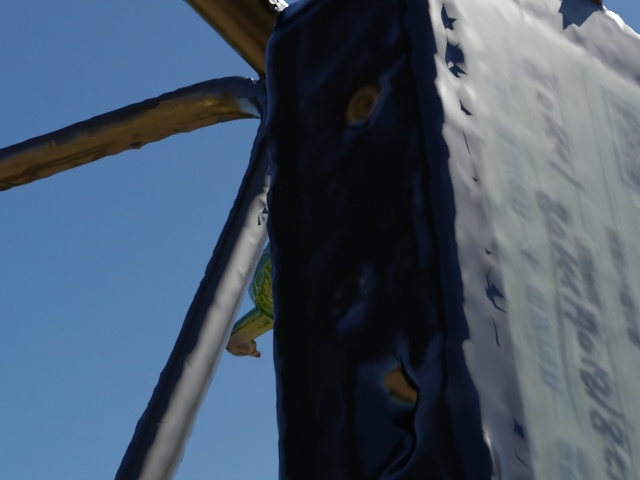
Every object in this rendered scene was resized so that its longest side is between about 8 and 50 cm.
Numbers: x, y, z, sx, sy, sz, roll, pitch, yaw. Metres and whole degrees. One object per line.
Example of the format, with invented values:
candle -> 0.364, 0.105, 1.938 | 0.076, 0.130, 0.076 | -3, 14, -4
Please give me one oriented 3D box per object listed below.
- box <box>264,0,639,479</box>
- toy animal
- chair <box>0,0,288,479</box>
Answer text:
box -> 0.084, 0.106, 0.361 | 0.211, 0.350, 0.058 | 29, -49, -32
toy animal -> 0.014, -0.002, 0.885 | 0.075, 0.041, 0.217 | -11, -22, -31
chair -> -0.214, -0.010, 0.520 | 0.362, 0.364, 0.410 | -14, -57, 26
